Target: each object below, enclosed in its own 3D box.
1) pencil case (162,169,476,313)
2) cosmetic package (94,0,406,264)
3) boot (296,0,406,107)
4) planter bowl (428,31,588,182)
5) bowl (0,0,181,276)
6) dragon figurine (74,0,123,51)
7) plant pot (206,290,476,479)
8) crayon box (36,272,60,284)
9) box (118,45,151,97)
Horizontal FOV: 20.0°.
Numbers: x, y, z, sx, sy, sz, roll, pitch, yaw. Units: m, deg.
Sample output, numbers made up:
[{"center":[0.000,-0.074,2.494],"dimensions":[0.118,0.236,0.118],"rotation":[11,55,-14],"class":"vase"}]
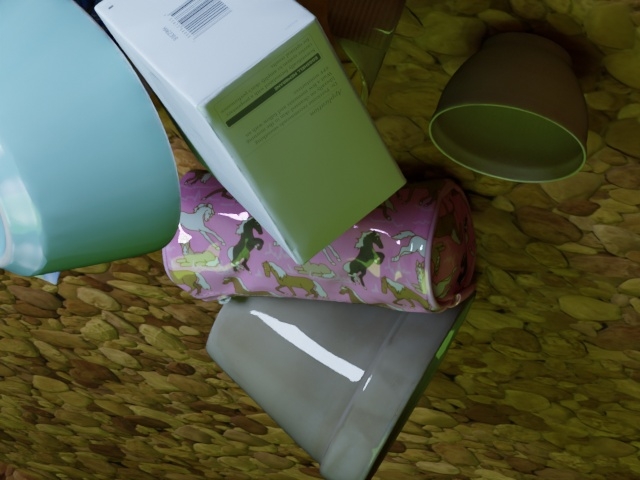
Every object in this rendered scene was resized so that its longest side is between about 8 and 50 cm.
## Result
[{"center":[0.000,0.000,2.249],"dimensions":[0.386,0.160,0.167],"rotation":[2,147,25],"class":"pencil case"},{"center":[-0.063,-0.136,1.693],"dimensions":[0.224,0.138,0.224],"rotation":[45,169,46],"class":"cosmetic package"},{"center":[-0.037,-0.210,1.888],"dimensions":[0.211,0.104,0.295],"rotation":[21,152,0],"class":"boot"},{"center":[0.202,-0.144,1.857],"dimensions":[0.162,0.109,0.162],"rotation":[13,158,6],"class":"planter bowl"},{"center":[-0.297,-0.087,1.819],"dimensions":[0.311,0.163,0.311],"rotation":[37,147,30],"class":"bowl"},{"center":[-0.255,-0.232,1.894],"dimensions":[0.085,0.144,0.289],"rotation":[33,152,-35],"class":"dragon figurine"},{"center":[0.012,0.138,2.440],"dimensions":[0.280,0.323,0.323],"rotation":[30,158,6],"class":"plant pot"},{"center":[-0.432,-0.101,2.235],"dimensions":[0.323,0.203,0.083],"rotation":[23,156,-20],"class":"crayon box"},{"center":[-0.242,-0.155,2.016],"dimensions":[0.056,0.183,0.231],"rotation":[22,157,-17],"class":"box"}]
